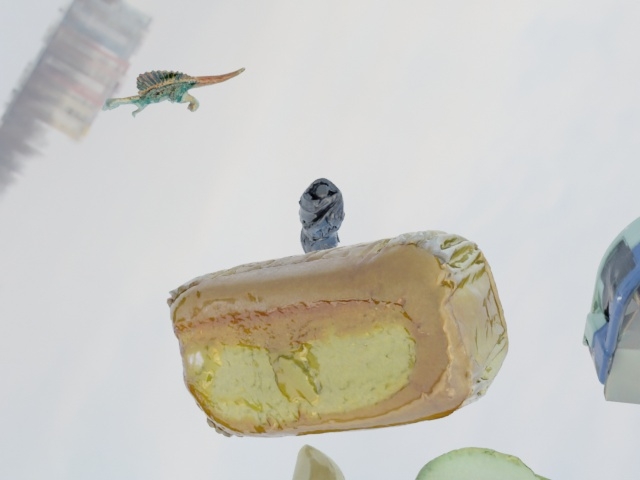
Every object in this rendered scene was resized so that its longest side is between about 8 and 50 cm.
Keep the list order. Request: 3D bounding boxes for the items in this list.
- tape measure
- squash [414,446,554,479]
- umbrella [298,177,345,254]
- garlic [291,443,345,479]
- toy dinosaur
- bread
[{"bbox_3d":[0.492,0.075,1.607,0.138,0.259,0.262,-103,-168,-63],"label":"tape measure"},{"bbox_3d":[0.181,0.284,1.107,0.220,0.220,0.133,-81,175,-53],"label":"squash"},{"bbox_3d":[-0.006,-0.005,1.745,0.248,0.071,0.071,102,8,-62],"label":"umbrella"},{"bbox_3d":[-0.003,0.224,1.079,0.041,0.053,0.083,-55,-170,40],"label":"garlic"},{"bbox_3d":[-0.206,-0.211,1.655,0.187,0.106,0.044,-17,-111,32],"label":"toy dinosaur"},{"bbox_3d":[0.011,0.078,1.005,0.288,0.152,0.119,-10,-171,34],"label":"bread"}]
